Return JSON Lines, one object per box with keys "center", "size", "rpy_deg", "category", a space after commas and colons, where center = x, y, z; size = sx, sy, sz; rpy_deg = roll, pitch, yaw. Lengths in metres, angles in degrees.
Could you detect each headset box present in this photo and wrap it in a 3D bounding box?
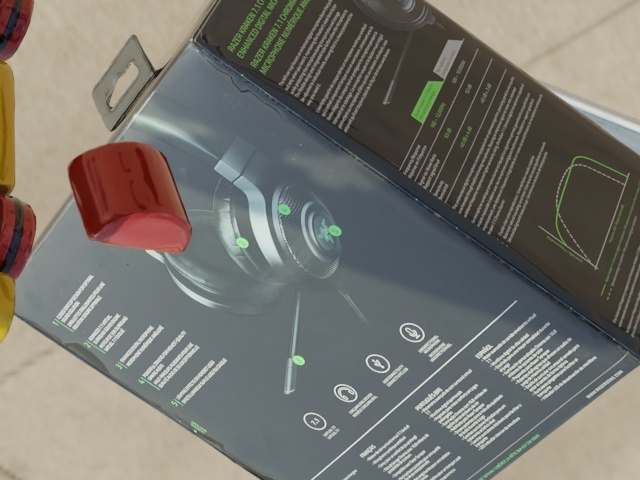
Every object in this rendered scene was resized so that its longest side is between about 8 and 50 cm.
{"center": [0.000, 0.000, 0.987], "size": [0.283, 0.131, 0.246], "rpy_deg": [34, 136, -8], "category": "headset box"}

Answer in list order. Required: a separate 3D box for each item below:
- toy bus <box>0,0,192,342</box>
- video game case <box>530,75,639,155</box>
{"center": [-0.156, -0.030, 0.589], "size": [0.104, 0.191, 0.202], "rpy_deg": [-46, 170, 34], "category": "toy bus"}
{"center": [0.212, -0.016, 1.479], "size": [0.190, 0.022, 0.173], "rpy_deg": [23, 107, 7], "category": "video game case"}
